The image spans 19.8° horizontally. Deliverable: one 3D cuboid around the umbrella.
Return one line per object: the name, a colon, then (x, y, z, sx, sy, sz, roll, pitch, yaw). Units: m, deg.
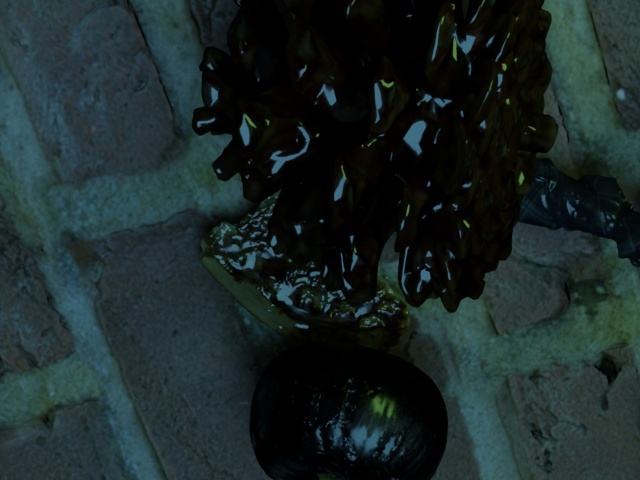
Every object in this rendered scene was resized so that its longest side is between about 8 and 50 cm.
umbrella: (0.324, -0.024, 1.998, 0.224, 0.071, 0.080, 25, 124, 24)

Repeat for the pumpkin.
pumpkin: (0.031, 0.206, 2.061, 0.233, 0.163, 0.233, 11, 154, 6)

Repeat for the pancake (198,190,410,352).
pancake: (0.000, 0.000, 2.045, 0.266, 0.057, 0.244, 14, 107, -18)

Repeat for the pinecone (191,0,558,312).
pinecone: (0.055, -0.129, 1.793, 0.398, 0.397, 0.397, -3, 119, -5)
